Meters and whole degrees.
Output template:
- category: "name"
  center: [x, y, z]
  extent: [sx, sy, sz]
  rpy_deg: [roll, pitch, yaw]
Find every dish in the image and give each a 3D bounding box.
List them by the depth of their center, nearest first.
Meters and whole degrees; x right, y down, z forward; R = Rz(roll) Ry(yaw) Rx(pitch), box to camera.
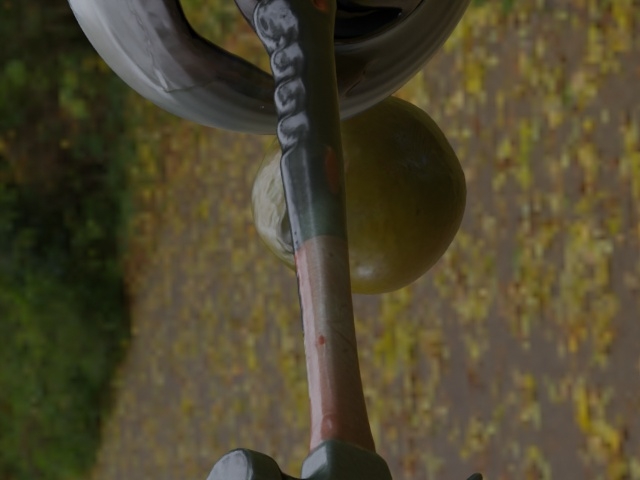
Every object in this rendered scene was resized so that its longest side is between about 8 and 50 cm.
- category: "dish"
  center: [0.004, -0.179, 0.997]
  extent: [0.134, 0.273, 0.273]
  rpy_deg: [29, 122, 56]

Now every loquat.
- category: "loquat"
  center: [0.026, -0.032, 1.381]
  extent: [0.195, 0.152, 0.152]
  rpy_deg: [-25, -61, -60]

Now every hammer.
- category: "hammer"
  center: [0.000, 0.000, 0.729]
  extent: [0.033, 0.111, 0.288]
  rpy_deg: [-41, 40, 35]
